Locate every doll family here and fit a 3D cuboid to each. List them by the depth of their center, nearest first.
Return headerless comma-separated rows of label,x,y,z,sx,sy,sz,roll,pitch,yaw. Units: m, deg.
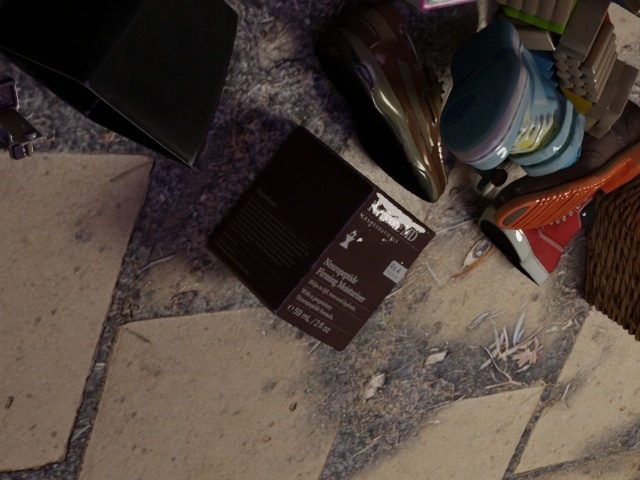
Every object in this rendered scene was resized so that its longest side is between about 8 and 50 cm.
doll family,0.264,-0.163,1.848,0.193,0.076,0.111,-54,135,2

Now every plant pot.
plant pot,-0.199,-0.210,1.324,0.188,0.187,0.167,37,81,-50

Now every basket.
basket,0.597,0.021,2.178,0.213,0.223,0.299,-29,136,-21

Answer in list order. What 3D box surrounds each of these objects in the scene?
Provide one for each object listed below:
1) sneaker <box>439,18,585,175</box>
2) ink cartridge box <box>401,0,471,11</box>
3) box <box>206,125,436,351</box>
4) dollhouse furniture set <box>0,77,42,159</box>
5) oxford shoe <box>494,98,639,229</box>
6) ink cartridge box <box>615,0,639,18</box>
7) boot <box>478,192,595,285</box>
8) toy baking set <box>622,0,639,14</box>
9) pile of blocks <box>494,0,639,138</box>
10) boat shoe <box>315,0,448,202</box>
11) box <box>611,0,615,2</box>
sneaker,0.261,-0.140,1.648,0.127,0.319,0.208,-32,112,28
ink cartridge box,0.188,-0.448,1.454,0.176,0.069,0.371,-17,130,-32
box,0.000,0.000,1.668,0.203,0.167,0.168,-51,140,4
dollhouse furniture set,-0.348,-0.097,1.345,0.114,0.081,0.091,-23,134,-27
oxford shoe,0.369,-0.119,1.929,0.364,0.133,0.130,-24,167,-38
ink cartridge box,0.444,-0.381,1.716,0.060,0.104,0.180,-29,135,-15
boot,0.347,-0.044,2.012,0.176,0.088,0.244,-50,148,1
toy baking set,0.409,-0.374,1.655,0.030,0.256,0.197,-36,180,-21
pile of blocks,0.338,-0.294,1.775,0.112,0.149,0.362,-62,143,-22
boat shoe,0.110,-0.175,1.665,0.120,0.122,0.324,-45,141,-12
box,0.469,-0.446,1.810,0.183,0.059,0.232,-1,122,-40
